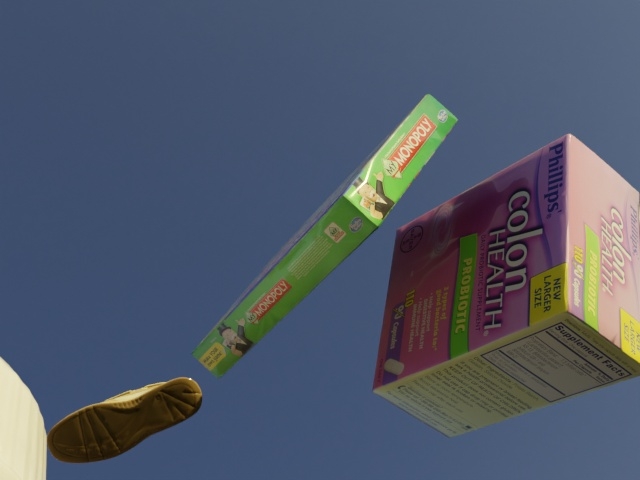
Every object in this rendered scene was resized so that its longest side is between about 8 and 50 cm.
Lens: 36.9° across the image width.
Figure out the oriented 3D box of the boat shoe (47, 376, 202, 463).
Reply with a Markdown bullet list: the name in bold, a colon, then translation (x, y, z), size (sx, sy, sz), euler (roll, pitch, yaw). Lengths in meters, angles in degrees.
- **boat shoe**: translation (-0.169, 0.158, 0.837), size (0.135, 0.045, 0.050), euler (-16, -96, -13)

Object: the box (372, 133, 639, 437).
- **box**: translation (0.185, 0.051, 0.955), size (0.117, 0.243, 0.213), euler (35, -133, -27)

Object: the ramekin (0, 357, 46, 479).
- **ramekin**: translation (-0.313, 0.160, 0.648), size (0.273, 0.127, 0.272), euler (-2, -51, -2)

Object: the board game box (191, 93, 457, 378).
- **board game box**: translation (0.000, 0.000, 1.011), size (0.046, 0.317, 0.213), euler (43, -137, -2)
